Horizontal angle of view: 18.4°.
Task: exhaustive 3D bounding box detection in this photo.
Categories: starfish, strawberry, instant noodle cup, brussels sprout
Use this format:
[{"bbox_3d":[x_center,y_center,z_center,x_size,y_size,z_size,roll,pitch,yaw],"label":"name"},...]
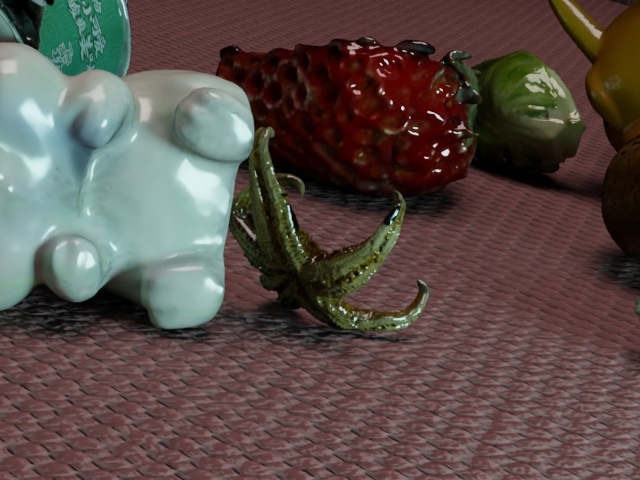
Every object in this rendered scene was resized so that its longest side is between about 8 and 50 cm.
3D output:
[{"bbox_3d":[0.000,-0.002,1.474,0.146,0.190,0.074,13,56,37],"label":"starfish"},{"bbox_3d":[0.032,-0.117,1.991,0.280,0.150,0.253,5,-7,-6],"label":"strawberry"},{"bbox_3d":[-0.320,-0.176,1.820,0.251,0.251,0.190,11,22,9],"label":"instant noodle cup"},{"bbox_3d":[0.222,-0.141,2.214,0.100,0.139,0.181,-4,21,-19],"label":"brussels sprout"}]

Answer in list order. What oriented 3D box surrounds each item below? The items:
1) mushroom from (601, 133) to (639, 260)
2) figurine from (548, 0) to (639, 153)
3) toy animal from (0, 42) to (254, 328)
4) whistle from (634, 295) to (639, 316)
[{"bbox_3d":[0.405,-0.033,1.831,0.297,0.163,0.278,4,14,-27],"label":"mushroom"},{"bbox_3d":[0.453,-0.177,2.243,0.387,0.268,0.401,15,17,-41],"label":"figurine"},{"bbox_3d":[-0.238,-0.054,1.456,0.367,0.196,0.241,5,7,-23],"label":"toy animal"},{"bbox_3d":[0.357,0.056,1.570,0.253,0.106,0.102,-7,50,-29],"label":"whistle"}]
